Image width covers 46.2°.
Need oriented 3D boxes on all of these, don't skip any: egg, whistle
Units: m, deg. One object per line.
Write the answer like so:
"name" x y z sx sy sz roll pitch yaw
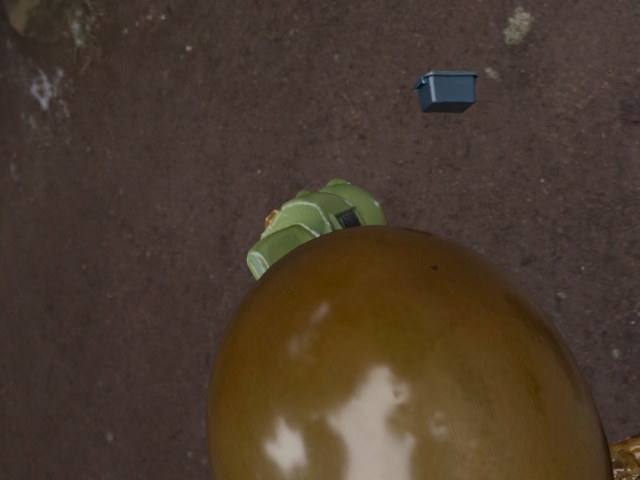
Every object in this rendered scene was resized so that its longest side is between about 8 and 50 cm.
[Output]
"egg" 0.060 0.149 0.559 0.282 0.283 0.351 -55 47 36
"whistle" 0.000 0.000 0.895 0.106 0.288 0.131 -32 87 32

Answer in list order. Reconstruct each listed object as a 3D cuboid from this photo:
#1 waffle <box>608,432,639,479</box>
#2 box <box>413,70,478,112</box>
"waffle" 0.490 0.293 0.889 0.213 0.308 0.091 -110 -1 -68
"box" 0.212 -0.248 1.260 0.074 0.099 0.054 139 126 -71
